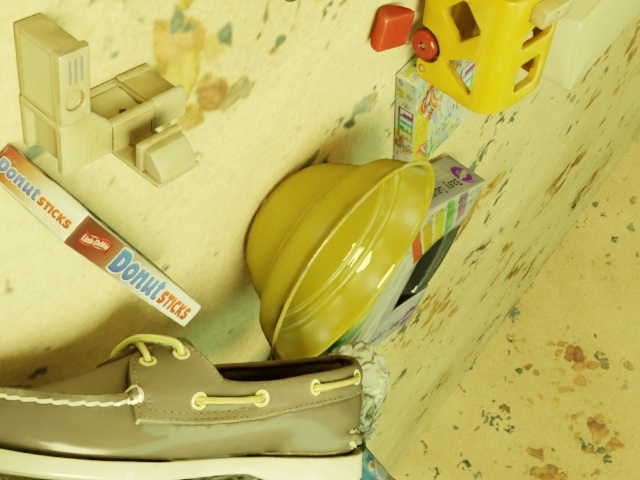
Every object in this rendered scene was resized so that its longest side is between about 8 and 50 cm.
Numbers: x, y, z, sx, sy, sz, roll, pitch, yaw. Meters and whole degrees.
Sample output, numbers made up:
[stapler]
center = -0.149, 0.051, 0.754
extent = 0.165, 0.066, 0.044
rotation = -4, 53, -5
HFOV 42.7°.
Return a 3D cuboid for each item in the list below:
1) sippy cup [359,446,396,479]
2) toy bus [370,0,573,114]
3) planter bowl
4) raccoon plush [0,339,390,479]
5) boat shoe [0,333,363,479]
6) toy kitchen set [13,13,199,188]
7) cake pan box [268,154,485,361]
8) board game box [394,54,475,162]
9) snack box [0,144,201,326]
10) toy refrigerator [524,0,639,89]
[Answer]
[sippy cup]
center = -0.021, 0.309, 0.987
extent = 0.305, 0.224, 0.240
rotation = -35, 154, -41
[toy bus]
center = 0.150, -0.203, 0.665
extent = 0.191, 0.104, 0.202
rotation = -57, 152, 14
[planter bowl]
center = 0.000, 0.000, 0.717
extent = 0.217, 0.090, 0.217
rotation = -44, 157, -24
[raccoon plush]
center = -0.121, 0.194, 0.697
extent = 0.446, 0.216, 0.299
rotation = -60, 155, -28
[boat shoe]
center = -0.100, 0.116, 0.574
extent = 0.324, 0.116, 0.096
rotation = 12, 82, -35
[toy kitchen set]
center = -0.096, -0.075, 0.415
extent = 0.083, 0.068, 0.075
rotation = -37, 155, -38
[cake pan box]
center = 0.069, 0.037, 0.969
extent = 0.267, 0.070, 0.245
rotation = -26, 149, -51
[board game box]
center = 0.117, -0.145, 0.828
extent = 0.103, 0.026, 0.154
rotation = -47, 159, -18
[snack box]
center = -0.126, 0.005, 0.486
extent = 0.022, 0.064, 0.178
rotation = -49, 160, -8
[toy refrigerator]
center = 0.322, -0.306, 0.930
extent = 0.269, 0.094, 0.102
rotation = -47, 152, -19
